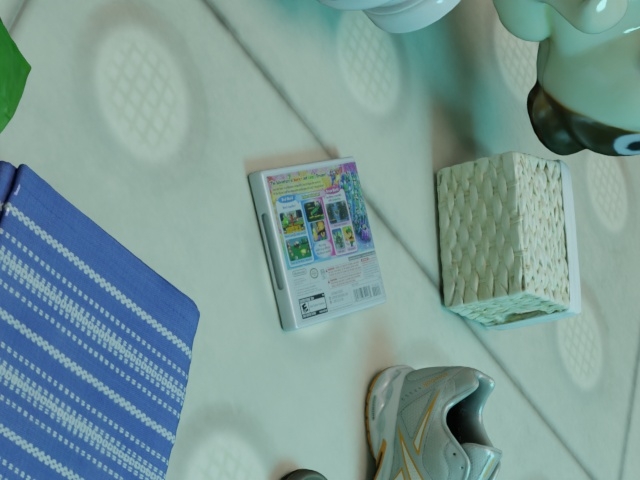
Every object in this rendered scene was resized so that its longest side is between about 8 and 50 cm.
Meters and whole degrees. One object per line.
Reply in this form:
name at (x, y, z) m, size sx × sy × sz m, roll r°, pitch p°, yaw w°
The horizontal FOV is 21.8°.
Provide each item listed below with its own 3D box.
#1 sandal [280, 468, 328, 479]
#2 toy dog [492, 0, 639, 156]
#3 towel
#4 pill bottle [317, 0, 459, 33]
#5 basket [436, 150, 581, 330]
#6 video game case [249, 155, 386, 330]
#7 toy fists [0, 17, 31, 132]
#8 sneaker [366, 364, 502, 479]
sandal at (-0.017, 0.281, 1.358) m, size 0.090 × 0.060 × 0.219 m, roll 53°, pitch 40°, yaw -31°
toy dog at (0.268, -0.280, 1.685) m, size 0.284 × 0.395 × 0.408 m, roll -24°, pitch 100°, yaw -15°
towel at (-0.194, 0.137, 1.176) m, size 0.243 × 0.040 × 0.336 m, roll 43°, pitch 49°, yaw -43°
pill bottle at (0.010, -0.333, 1.493) m, size 0.323 × 0.181 × 0.181 m, roll 44°, pitch 46°, yaw -41°
basket at (0.192, -0.001, 1.715) m, size 0.103 × 0.113 × 0.167 m, roll 16°, pitch 66°, yaw -51°
video game case at (0.000, 0.000, 1.515) m, size 0.157 × 0.019 × 0.143 m, roll -13°, pitch 90°, yaw -56°
toy fists at (-0.287, -0.084, 1.053) m, size 0.142 × 0.096 × 0.279 m, roll 62°, pitch 34°, yaw -39°
sneaker at (0.106, 0.232, 1.502) m, size 0.099 × 0.121 × 0.262 m, roll 24°, pitch 60°, yaw -50°
